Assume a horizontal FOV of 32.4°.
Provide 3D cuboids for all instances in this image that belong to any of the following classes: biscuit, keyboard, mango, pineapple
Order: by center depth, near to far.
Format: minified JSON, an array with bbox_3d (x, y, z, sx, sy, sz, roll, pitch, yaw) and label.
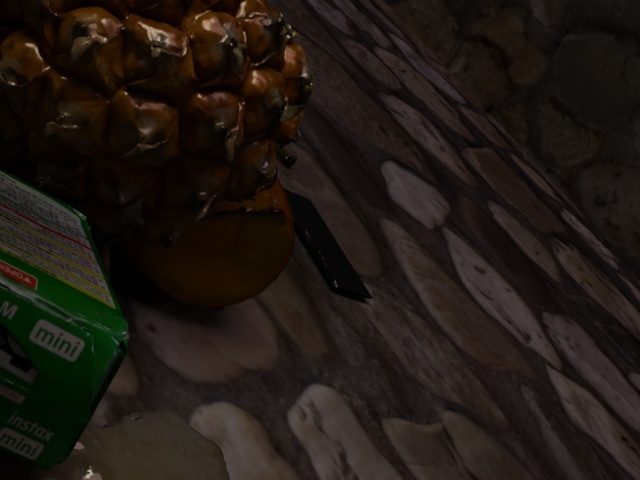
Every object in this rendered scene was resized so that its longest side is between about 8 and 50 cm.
[{"bbox_3d":[-0.135,0.175,0.715,0.141,0.038,0.289,51,22,25],"label":"biscuit"},{"bbox_3d":[-0.193,-0.123,0.835,0.286,0.344,0.209,68,21,-57],"label":"pineapple"},{"bbox_3d":[-0.134,-0.052,1.067,0.187,0.138,0.257,5,33,-25],"label":"mango"},{"bbox_3d":[-0.001,0.001,1.379,0.074,0.015,0.196,26,24,-46],"label":"keyboard"}]

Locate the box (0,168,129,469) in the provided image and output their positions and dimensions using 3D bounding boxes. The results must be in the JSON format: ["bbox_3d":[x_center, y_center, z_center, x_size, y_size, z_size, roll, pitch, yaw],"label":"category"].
[{"bbox_3d":[-0.225,0.024,0.711,0.180,0.103,0.250,32,6,-25],"label":"box"}]

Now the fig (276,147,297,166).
[{"bbox_3d":[-0.097,-0.178,1.465,0.236,0.124,0.124,42,13,-47],"label":"fig"}]
